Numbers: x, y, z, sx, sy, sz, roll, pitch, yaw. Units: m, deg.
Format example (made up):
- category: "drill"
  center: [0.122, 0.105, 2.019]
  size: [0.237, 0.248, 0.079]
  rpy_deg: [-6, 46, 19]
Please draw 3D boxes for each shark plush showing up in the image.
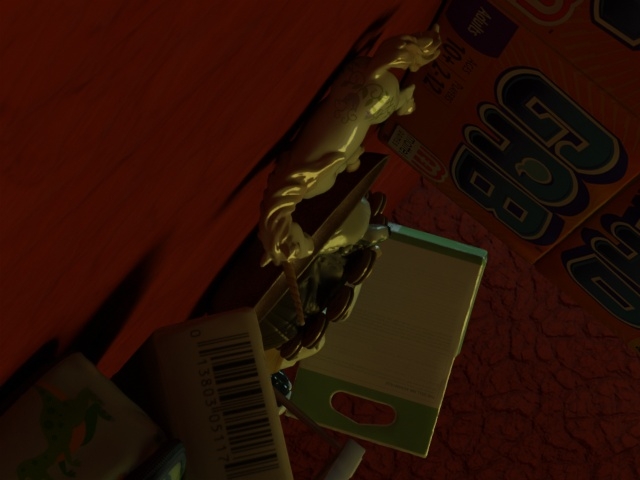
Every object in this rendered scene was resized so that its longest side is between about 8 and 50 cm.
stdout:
- category: "shark plush"
  center: [0.000, 0.000, 1.285]
  size: [0.067, 0.073, 0.161]
  rpy_deg: [-14, -154, 34]

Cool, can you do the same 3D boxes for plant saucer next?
- category: "plant saucer"
  center: [-0.024, 0.004, 1.116]
  size: [0.198, 0.036, 0.198]
  rpy_deg: [-49, 176, -4]

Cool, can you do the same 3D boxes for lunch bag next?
- category: "lunch bag"
  center: [-0.151, 0.157, 0.691]
  size: [0.176, 0.090, 0.219]
  rpy_deg: [-45, 174, -29]

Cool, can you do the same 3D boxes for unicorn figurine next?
- category: "unicorn figurine"
  center: [0.007, -0.050, 0.839]
  size: [0.162, 0.060, 0.111]
  rpy_deg: [-68, 171, 18]

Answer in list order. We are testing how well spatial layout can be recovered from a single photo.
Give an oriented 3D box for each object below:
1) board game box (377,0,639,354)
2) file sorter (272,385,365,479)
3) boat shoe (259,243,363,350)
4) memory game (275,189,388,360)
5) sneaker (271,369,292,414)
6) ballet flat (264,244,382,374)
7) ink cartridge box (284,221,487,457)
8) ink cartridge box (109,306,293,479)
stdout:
- category: "board game box"
  center: [0.313, -0.147, 1.175]
  size: [0.356, 0.356, 0.356]
  rpy_deg: [-50, 177, -15]
- category: "file sorter"
  center: [-0.130, 0.253, 1.274]
  size: [0.278, 0.173, 0.193]
  rpy_deg: [-51, 178, 25]
- category: "boat shoe"
  center: [-0.020, 0.037, 1.393]
  size: [0.152, 0.056, 0.049]
  rpy_deg: [-46, -150, 10]
- category: "memory game"
  center: [0.006, 0.029, 1.446]
  size: [0.186, 0.012, 0.186]
  rpy_deg: [-50, -159, 27]
- category: "sneaker"
  center: [-0.123, 0.215, 1.646]
  size: [0.118, 0.110, 0.292]
  rpy_deg: [-42, 180, 23]
- category: "ballet flat"
  center: [-0.013, 0.079, 1.602]
  size: [0.232, 0.073, 0.080]
  rpy_deg: [-58, 177, 26]
- category: "ink cartridge box"
  center: [0.072, 0.102, 1.681]
  size: [0.056, 0.171, 0.235]
  rpy_deg: [-41, 147, -78]
- category: "ink cartridge box"
  center: [-0.062, 0.148, 0.788]
  size: [0.066, 0.189, 0.232]
  rpy_deg: [-12, 171, -14]
